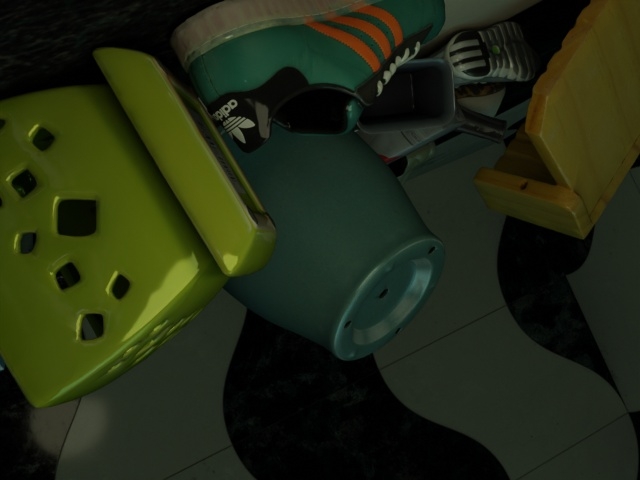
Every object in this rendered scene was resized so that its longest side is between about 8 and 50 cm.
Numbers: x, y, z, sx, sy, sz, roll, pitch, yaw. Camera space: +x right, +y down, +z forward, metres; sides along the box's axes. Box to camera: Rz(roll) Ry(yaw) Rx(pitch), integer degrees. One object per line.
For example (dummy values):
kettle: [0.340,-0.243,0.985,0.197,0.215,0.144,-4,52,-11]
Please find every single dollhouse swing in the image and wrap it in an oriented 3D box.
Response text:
dollhouse swing: [0.362,-0.238,1.355,0.347,0.305,0.315,-56,-145,-6]

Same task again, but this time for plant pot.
plant pot: [0.000,0.000,1.070,0.271,0.255,0.272,-34,149,-24]
plant pot: [-0.167,-0.021,0.733,0.207,0.228,0.227,-32,177,3]

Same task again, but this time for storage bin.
storage bin: [0.088,-0.190,1.115,0.135,0.098,0.091,-9,-168,-19]

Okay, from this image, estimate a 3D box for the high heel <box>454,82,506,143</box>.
high heel: [0.234,-0.264,1.583,0.261,0.186,0.093,-79,-174,-60]

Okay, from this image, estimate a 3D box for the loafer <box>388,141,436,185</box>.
loafer: [0.171,-0.185,2.132,0.092,0.102,0.268,-21,167,-34]

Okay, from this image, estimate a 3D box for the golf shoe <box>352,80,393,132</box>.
golf shoe: [0.021,-0.171,1.216,0.198,0.077,0.094,-32,166,10]

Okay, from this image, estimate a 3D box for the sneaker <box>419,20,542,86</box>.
sneaker: [0.209,-0.251,1.253,0.132,0.086,0.228,-17,176,43]

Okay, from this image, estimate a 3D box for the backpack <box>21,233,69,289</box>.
backpack: [-0.377,0.040,1.151,0.182,0.152,0.115,-22,163,31]

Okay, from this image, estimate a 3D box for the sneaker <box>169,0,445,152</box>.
sneaker: [0.014,-0.151,0.768,0.302,0.121,0.108,-23,178,-40]

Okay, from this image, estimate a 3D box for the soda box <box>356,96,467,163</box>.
soda box: [0.095,-0.173,1.471,0.286,0.098,0.091,-25,178,37]

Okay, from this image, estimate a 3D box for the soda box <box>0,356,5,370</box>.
soda box: [-0.384,0.067,0.973,0.067,0.071,0.210,-25,-147,3]
